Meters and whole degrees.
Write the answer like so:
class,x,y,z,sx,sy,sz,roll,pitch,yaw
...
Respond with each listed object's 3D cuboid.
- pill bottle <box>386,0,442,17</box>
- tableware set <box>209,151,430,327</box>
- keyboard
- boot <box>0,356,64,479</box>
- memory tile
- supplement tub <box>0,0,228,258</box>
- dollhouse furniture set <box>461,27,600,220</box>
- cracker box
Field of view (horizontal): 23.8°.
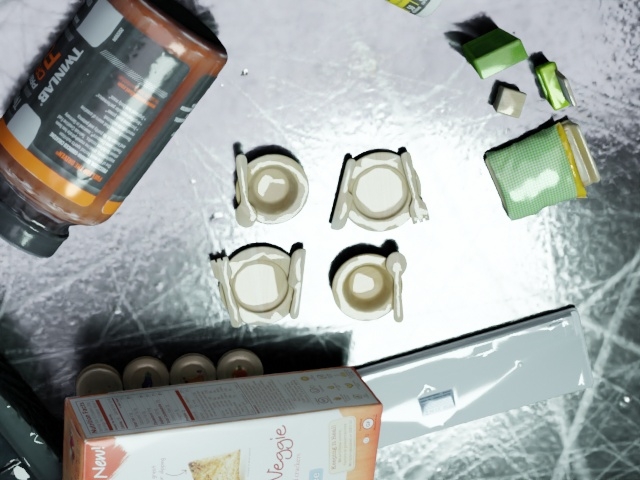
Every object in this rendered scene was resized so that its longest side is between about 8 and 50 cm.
class,x,y,z,sx,sy,sz,roll,pitch,yaw
pill bottle,0.037,-0.209,1.068,0.116,0.065,0.065,24,104,-13
tableware set,0.000,0.000,1.157,0.169,0.020,0.141,-1,108,-7
keyboard,0.091,0.121,1.215,0.256,0.014,0.072,-16,115,-1
boot,-0.320,0.156,1.128,0.207,0.094,0.246,-34,115,1
memory tile,-0.114,0.142,1.194,0.148,0.012,0.113,-6,109,-5
supplement tub,-0.160,-0.084,1.064,0.106,0.106,0.198,35,100,-17
dollhouse furniture set,0.157,-0.082,1.129,0.076,0.058,0.151,-24,110,2
cracker box,-0.076,0.187,1.148,0.232,0.067,0.155,-5,116,-21
